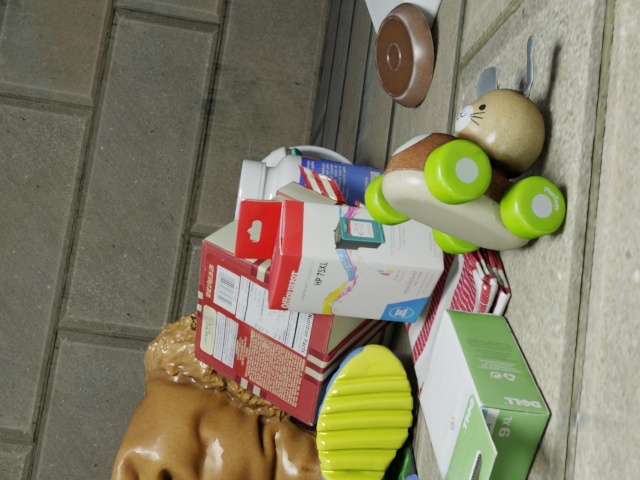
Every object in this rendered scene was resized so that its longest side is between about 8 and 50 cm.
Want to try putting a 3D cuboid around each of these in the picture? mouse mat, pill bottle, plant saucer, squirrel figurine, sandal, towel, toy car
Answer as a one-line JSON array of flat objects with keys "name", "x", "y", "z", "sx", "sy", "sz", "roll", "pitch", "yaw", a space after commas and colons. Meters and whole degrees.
[{"name": "mouse mat", "x": 0.100, "y": 0.351, "z": 1.082, "sx": 0.152, "sy": 0.007, "sz": 0.190, "roll": -94, "pitch": 14, "yaw": -63}, {"name": "pill bottle", "x": -0.003, "y": -0.062, "z": 1.348, "sx": 0.152, "sy": 0.272, "sz": 0.152, "roll": -171, "pitch": 90, "yaw": -83}, {"name": "plant saucer", "x": 0.129, "y": -0.300, "z": 1.310, "sx": 0.168, "sy": 0.029, "sz": 0.168, "roll": 171, "pitch": 90, "yaw": -69}, {"name": "squirrel figurine", "x": -0.102, "y": 0.301, "z": 1.287, "sx": 0.281, "sy": 0.370, "sz": 0.397, "roll": 60, "pitch": -142, "yaw": -81}, {"name": "sandal", "x": 0.046, "y": 0.292, "z": 1.092, "sx": 0.138, "sy": 0.126, "sz": 0.317, "roll": -106, "pitch": 27, "yaw": -84}, {"name": "towel", "x": 0.142, "y": 0.066, "z": 0.959, "sx": 0.329, "sy": 0.037, "sz": 0.237, "roll": -94, "pitch": 13, "yaw": -62}, {"name": "toy car", "x": 0.147, "y": -0.096, "z": 0.742, "sx": 0.155, "sy": 0.149, "sz": 0.188, "roll": -20, "pitch": 49, "yaw": 69}]

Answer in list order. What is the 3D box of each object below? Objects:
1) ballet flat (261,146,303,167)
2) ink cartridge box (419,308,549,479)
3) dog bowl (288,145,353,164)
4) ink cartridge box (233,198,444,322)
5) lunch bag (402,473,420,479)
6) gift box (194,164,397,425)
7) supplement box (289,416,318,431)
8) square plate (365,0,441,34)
[{"name": "ballet flat", "x": -0.031, "y": 0.023, "z": 1.477, "sx": 0.139, "sy": 0.139, "sz": 0.400, "roll": 117, "pitch": 133, "yaw": -70}, {"name": "ink cartridge box", "x": 0.143, "y": 0.160, "z": 0.701, "sx": 0.209, "sy": 0.062, "sz": 0.109, "roll": -96, "pitch": 16, "yaw": -65}, {"name": "dog bowl", "x": -0.029, "y": -0.048, "z": 1.598, "sx": 0.104, "sy": 0.265, "sz": 0.265, "roll": 118, "pitch": 160, "yaw": -77}, {"name": "ink cartridge box", "x": 0.014, "y": 0.025, "z": 0.942, "sx": 0.134, "sy": 0.231, "sz": 0.078, "roll": 105, "pitch": 169, "yaw": -56}, {"name": "lunch bag", "x": 0.088, "y": 0.306, "z": 0.624, "sx": 0.219, "sy": 0.090, "sz": 0.176, "roll": -97, "pitch": -18, "yaw": -73}, {"name": "gift box", "x": -0.030, "y": 0.061, "z": 1.181, "sx": 0.258, "sy": 0.276, "sz": 0.255, "roll": -34, "pitch": -33, "yaw": -47}, {"name": "supplement box", "x": -0.011, "y": 0.413, "z": 1.537, "sx": 0.188, "sy": 0.104, "sz": 0.081, "roll": -89, "pitch": 10, "yaw": -52}, {"name": "square plate", "x": 0.139, "y": -0.496, "z": 1.382, "sx": 0.347, "sy": 0.049, "sz": 0.344, "roll": 108, "pitch": 156, "yaw": -47}]
